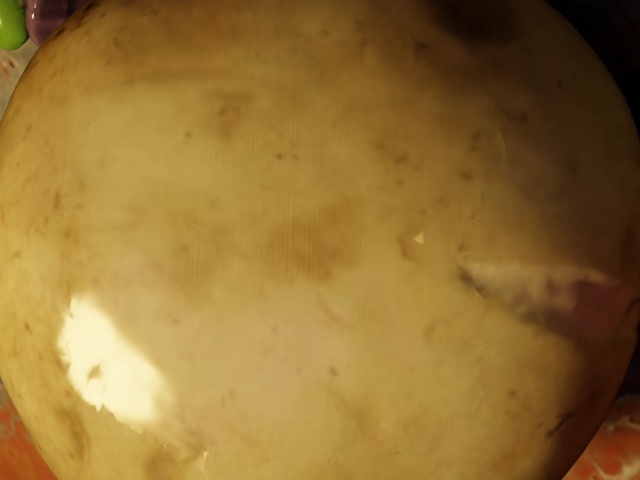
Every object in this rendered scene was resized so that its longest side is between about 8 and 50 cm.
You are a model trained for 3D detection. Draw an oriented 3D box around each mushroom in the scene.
[{"bbox_3d":[0.000,0.000,0.684,0.255,0.184,0.255,-5,74,16],"label":"mushroom"}]

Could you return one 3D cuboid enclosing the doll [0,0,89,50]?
[{"bbox_3d":[-0.127,-0.167,0.792,0.115,0.050,0.190,35,122,27],"label":"doll"}]
